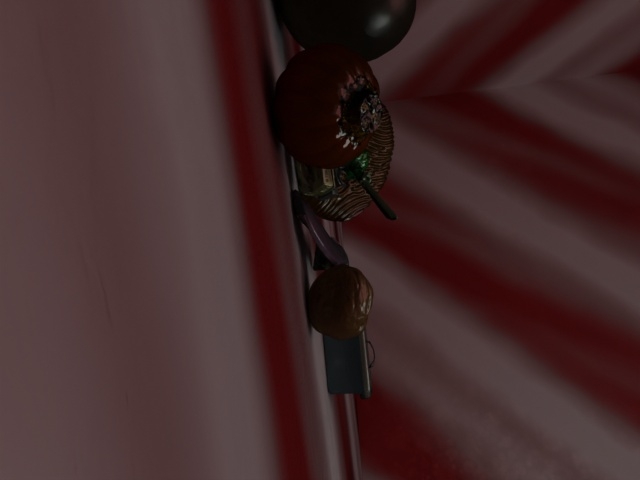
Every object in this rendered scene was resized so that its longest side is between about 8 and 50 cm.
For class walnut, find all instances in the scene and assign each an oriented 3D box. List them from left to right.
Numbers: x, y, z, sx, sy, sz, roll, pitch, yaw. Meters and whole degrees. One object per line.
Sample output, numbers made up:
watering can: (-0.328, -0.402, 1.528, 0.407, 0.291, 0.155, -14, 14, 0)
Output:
walnut: (0.040, 0.132, 1.344, 0.166, 0.149, 0.166, -173, -90, -66)

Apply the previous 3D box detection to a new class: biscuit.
biscuit: (0.070, -0.194, 1.478, 0.040, 0.318, 0.318, 26, -42, 40)

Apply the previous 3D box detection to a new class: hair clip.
hair clip: (0.001, 0.002, 1.388, 0.358, 0.096, 0.110, 66, 35, -66)

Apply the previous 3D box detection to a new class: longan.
longan: (0.060, -0.563, 1.336, 0.361, 0.361, 0.361, -6, 90, -86)

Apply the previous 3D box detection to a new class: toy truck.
toy truck: (-0.018, -0.180, 1.271, 0.116, 0.085, 0.191, 5, 72, -50)

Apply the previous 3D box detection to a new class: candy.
candy: (0.094, -0.120, 1.278, 0.323, 0.097, 0.097, -119, -164, -53)

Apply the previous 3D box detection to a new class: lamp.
lamp: (0.014, -0.238, 1.117, 0.223, 0.196, 0.223, -24, 121, -47)

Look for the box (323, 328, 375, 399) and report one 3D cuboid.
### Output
box: (0.081, 0.309, 1.665, 0.162, 0.130, 0.227, 59, 24, -78)
